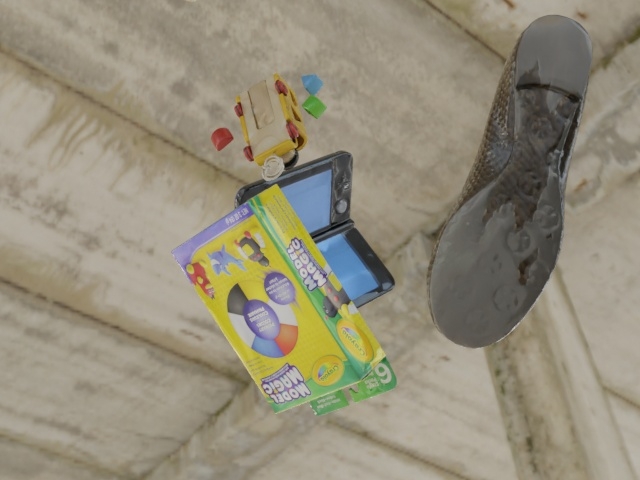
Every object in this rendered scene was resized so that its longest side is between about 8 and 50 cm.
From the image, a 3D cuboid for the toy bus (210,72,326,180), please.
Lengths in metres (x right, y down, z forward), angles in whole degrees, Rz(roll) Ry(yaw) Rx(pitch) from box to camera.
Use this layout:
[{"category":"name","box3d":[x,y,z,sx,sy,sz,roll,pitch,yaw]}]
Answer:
[{"category":"toy bus","box3d":[-0.073,-0.186,1.586,0.191,0.202,0.104,20,-13,38]}]

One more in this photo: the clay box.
[{"category":"clay box","box3d":[-0.034,0.072,0.867,0.127,0.053,0.222,-30,-87,42]}]

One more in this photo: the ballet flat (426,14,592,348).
[{"category":"ballet flat","box3d":[0.137,-0.042,0.658,0.084,0.249,0.058,17,-9,1]}]

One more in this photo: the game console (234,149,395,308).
[{"category":"game console","box3d":[0.000,0.000,1.720,0.293,0.173,0.250,-25,-50,-39]}]
